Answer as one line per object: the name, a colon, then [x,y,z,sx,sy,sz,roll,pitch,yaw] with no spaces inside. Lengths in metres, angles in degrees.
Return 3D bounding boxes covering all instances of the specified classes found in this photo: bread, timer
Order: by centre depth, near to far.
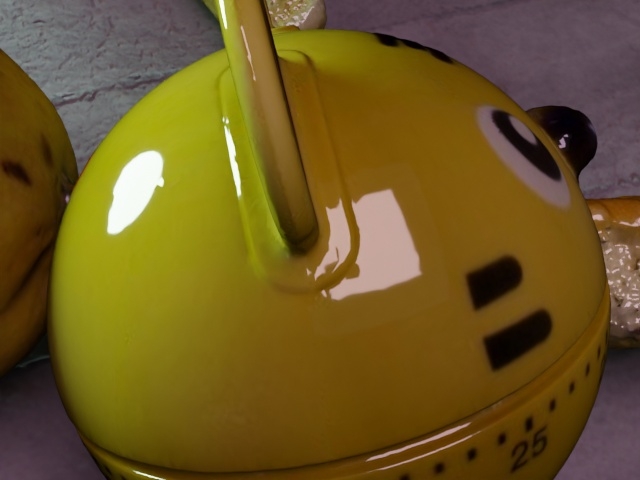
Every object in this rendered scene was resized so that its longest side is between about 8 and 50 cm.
timer: [0.000,0.000,0.562,0.376,0.376,0.387,-20,112,-21]
bread: [0.250,0.027,0.739,0.245,0.174,0.121,-5,84,-15]

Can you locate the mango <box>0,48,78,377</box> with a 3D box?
mango: [-0.367,-0.057,0.622,0.445,0.220,0.301,26,60,13]

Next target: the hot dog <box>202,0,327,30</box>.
hot dog: [-0.089,-0.261,0.862,0.084,0.073,0.242,-34,77,-21]
